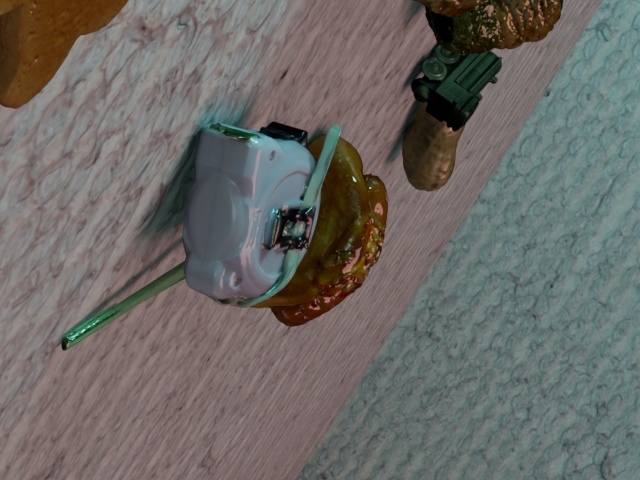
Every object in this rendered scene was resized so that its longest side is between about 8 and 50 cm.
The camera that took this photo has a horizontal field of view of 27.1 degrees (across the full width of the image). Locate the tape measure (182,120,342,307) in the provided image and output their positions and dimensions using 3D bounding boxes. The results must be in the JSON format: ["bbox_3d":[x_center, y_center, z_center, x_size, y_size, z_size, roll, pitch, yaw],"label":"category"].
[{"bbox_3d":[-0.062,-0.032,1.393,0.178,0.105,0.196,-25,127,-58],"label":"tape measure"}]

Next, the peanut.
[{"bbox_3d":[0.186,-0.171,2.181,0.099,0.099,0.214,-46,161,-39],"label":"peanut"}]

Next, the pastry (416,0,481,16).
[{"bbox_3d":[0.171,-0.363,1.416,0.311,0.162,0.255,-38,157,-60],"label":"pastry"}]

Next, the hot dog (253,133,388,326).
[{"bbox_3d":[0.000,0.000,1.751,0.256,0.153,0.150,-56,169,4],"label":"hot dog"}]

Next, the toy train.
[{"bbox_3d":[0.212,-0.250,2.029,0.170,0.111,0.071,-47,171,-35],"label":"toy train"}]

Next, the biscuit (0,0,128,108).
[{"bbox_3d":[-0.164,-0.193,0.831,0.165,0.036,0.250,-51,172,-24],"label":"biscuit"}]

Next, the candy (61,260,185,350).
[{"bbox_3d":[-0.159,0.040,1.459,0.335,0.092,0.093,-33,173,-42],"label":"candy"}]

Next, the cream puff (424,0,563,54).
[{"bbox_3d":[0.209,-0.324,1.752,0.169,0.183,0.183,-25,160,-14],"label":"cream puff"}]
